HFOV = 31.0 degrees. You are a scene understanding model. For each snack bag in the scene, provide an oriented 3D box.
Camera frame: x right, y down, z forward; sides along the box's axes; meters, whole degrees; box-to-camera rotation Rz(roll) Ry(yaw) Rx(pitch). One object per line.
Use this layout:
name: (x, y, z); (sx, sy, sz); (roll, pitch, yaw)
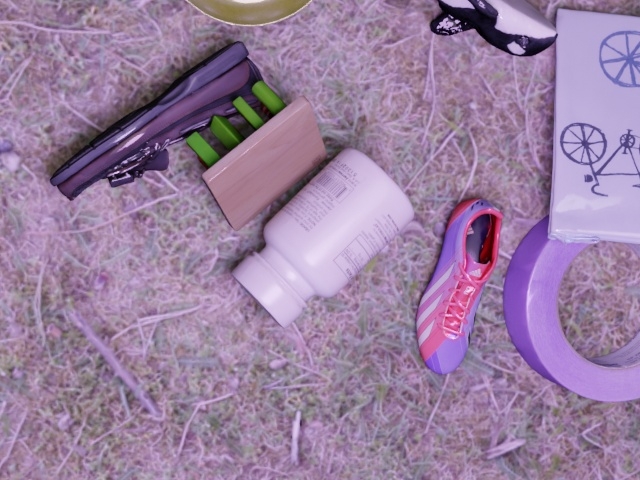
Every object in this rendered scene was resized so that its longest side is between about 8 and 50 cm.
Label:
snack bag: (0.473, -0.144, 1.577); (0.323, 0.037, 0.342); (5, 77, -4)

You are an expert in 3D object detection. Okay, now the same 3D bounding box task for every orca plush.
orca plush: (0.168, -0.314, 1.531); (0.287, 0.151, 0.102); (26, 120, -16)

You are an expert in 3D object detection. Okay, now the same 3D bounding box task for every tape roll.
tape roll: (0.400, 0.083, 1.617); (0.275, 0.090, 0.275); (-1, 94, -13)

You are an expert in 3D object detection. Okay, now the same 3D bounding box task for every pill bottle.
pill bottle: (0.000, 0.000, 1.500); (0.229, 0.131, 0.131); (-44, 102, -6)

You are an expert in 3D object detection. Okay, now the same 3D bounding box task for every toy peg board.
toy peg board: (-0.086, -0.116, 1.480); (0.161, 0.160, 0.079); (-39, 68, -7)

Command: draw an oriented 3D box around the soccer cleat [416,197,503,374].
soccer cleat: (0.191, 0.063, 1.566); (0.083, 0.095, 0.248); (14, 91, -13)

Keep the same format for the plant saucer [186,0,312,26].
plant saucer: (-0.090, -0.394, 1.468); (0.241, 0.037, 0.241); (-6, 115, -13)

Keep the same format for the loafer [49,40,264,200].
loafer: (-0.196, -0.134, 1.463); (0.302, 0.109, 0.095); (-38, 105, -10)
